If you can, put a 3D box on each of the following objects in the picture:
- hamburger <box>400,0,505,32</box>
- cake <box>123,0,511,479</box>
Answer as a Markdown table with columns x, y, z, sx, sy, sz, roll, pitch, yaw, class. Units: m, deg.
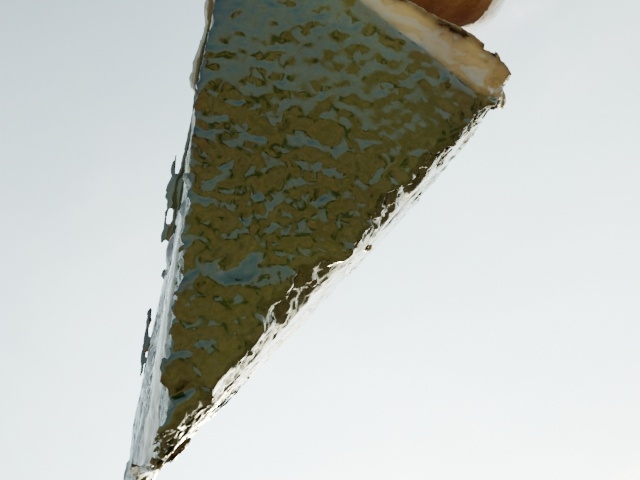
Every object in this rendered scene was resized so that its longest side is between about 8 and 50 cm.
| x | y | z | sx | sy | sz | roll | pitch | yaw | class |
| --- | --- | --- | --- | --- | --- | --- | --- | --- | --- |
| 0.048 | -0.225 | 0.837 | 0.237 | 0.237 | 0.147 | -6 | -80 | -27 | hamburger |
| -0.003 | 0.004 | 0.583 | 0.172 | 0.283 | 0.158 | 11 | -29 | -8 | cake |
